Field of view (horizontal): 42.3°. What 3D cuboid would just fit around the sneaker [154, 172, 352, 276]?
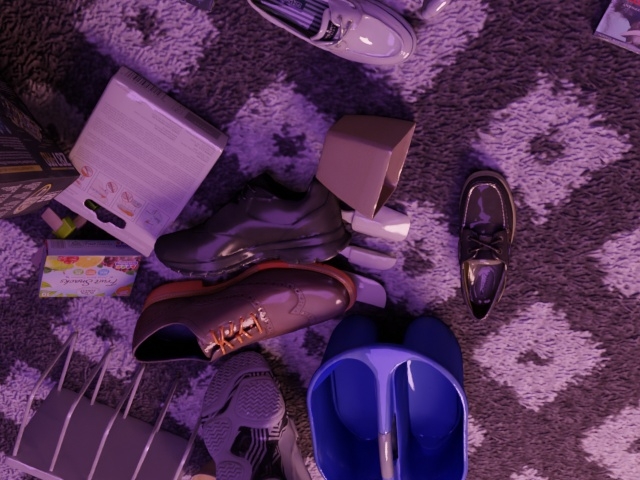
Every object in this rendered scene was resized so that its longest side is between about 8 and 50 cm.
[{"bbox_3d":[-0.104,-0.028,1.185,0.286,0.109,0.130,-10,110,7],"label":"sneaker"}]

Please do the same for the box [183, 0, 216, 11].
[{"bbox_3d":[-0.169,-0.341,1.061,0.083,0.018,0.067,22,122,-3],"label":"box"}]

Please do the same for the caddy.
[{"bbox_3d":[0.108,0.276,1.286,0.241,0.179,0.341,0,120,11],"label":"caddy"}]

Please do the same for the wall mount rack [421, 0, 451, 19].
[{"bbox_3d":[0.148,-0.420,0.883,0.350,0.130,0.304,39,120,-14],"label":"wall mount rack"}]

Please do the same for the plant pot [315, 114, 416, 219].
[{"bbox_3d":[0.056,-0.110,1.111,0.096,0.109,0.109,22,123,12],"label":"plant pot"}]

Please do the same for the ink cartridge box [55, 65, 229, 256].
[{"bbox_3d":[-0.265,-0.109,1.195,0.181,0.056,0.224,34,120,-10],"label":"ink cartridge box"}]

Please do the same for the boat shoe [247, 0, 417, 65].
[{"bbox_3d":[0.010,-0.268,1.035,0.226,0.076,0.083,19,123,0],"label":"boat shoe"}]

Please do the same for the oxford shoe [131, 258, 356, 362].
[{"bbox_3d":[-0.119,0.126,1.260,0.364,0.132,0.130,-14,121,21],"label":"oxford shoe"}]

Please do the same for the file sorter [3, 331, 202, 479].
[{"bbox_3d":[-0.342,0.308,1.391,0.278,0.193,0.173,24,119,-4],"label":"file sorter"}]

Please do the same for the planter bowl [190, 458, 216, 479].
[{"bbox_3d":[-0.134,0.430,1.455,0.162,0.109,0.162,21,134,23],"label":"planter bowl"}]

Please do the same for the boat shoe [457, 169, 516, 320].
[{"bbox_3d":[0.233,0.013,1.162,0.080,0.073,0.223,2,121,10],"label":"boat shoe"}]

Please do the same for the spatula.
[{"bbox_3d":[0.000,0.000,1.238,0.242,0.019,0.168,17,124,5],"label":"spatula"}]

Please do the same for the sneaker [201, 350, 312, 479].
[{"bbox_3d":[-0.079,0.368,1.319,0.137,0.365,0.210,-22,141,7],"label":"sneaker"}]

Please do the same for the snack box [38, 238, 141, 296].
[{"bbox_3d":[-0.356,0.043,1.274,0.141,0.037,0.100,1,139,-26],"label":"snack box"}]

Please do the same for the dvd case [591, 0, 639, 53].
[{"bbox_3d":[0.392,-0.284,0.986,0.087,0.013,0.119,21,123,-2],"label":"dvd case"}]

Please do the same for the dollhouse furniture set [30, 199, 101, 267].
[{"bbox_3d":[-0.399,-0.029,1.270,0.058,0.076,0.152,47,117,-3],"label":"dollhouse furniture set"}]

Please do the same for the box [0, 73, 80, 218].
[{"bbox_3d":[-0.461,-0.170,0.974,0.097,0.395,0.318,-40,96,3],"label":"box"}]
